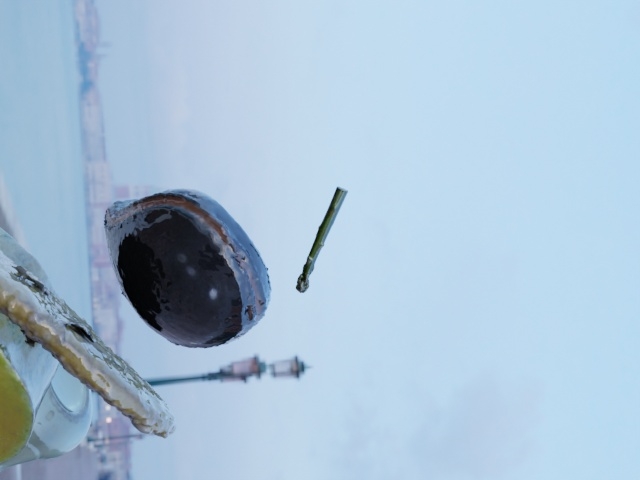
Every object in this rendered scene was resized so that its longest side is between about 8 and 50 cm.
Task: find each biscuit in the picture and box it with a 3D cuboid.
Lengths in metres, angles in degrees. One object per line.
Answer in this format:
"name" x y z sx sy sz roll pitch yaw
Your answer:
"biscuit" -0.182 0.060 0.657 0.220 0.033 0.220 41 -11 10

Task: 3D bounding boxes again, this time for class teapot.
"teapot" -0.461 0.180 1.393 0.220 0.149 0.318 -39 106 -80

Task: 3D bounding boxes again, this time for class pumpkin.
"pumpkin" -0.463 0.095 1.127 0.199 0.332 0.332 -74 176 -46

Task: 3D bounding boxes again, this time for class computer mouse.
"computer mouse" -0.168 0.033 1.057 0.183 0.116 0.323 63 -24 -11

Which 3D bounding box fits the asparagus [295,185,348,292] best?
"asparagus" 0.000 0.000 1.041 0.018 0.015 0.127 -112 -137 -73
